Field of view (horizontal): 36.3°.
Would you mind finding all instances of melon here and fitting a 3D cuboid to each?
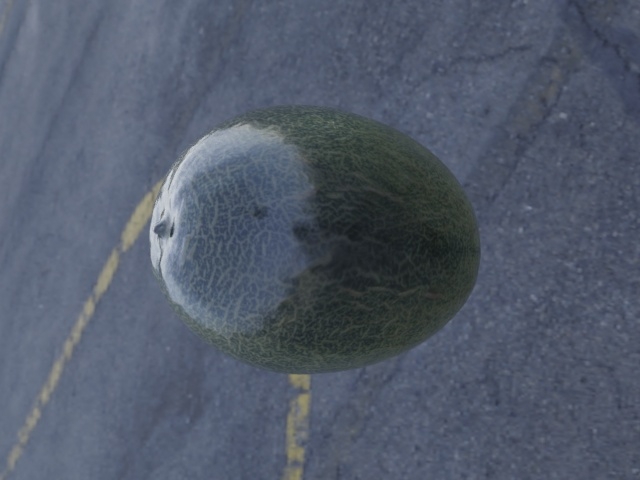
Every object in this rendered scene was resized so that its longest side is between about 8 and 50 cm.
[{"bbox_3d":[0.000,0.000,0.914,0.248,0.329,0.248,-13,75,56],"label":"melon"}]
